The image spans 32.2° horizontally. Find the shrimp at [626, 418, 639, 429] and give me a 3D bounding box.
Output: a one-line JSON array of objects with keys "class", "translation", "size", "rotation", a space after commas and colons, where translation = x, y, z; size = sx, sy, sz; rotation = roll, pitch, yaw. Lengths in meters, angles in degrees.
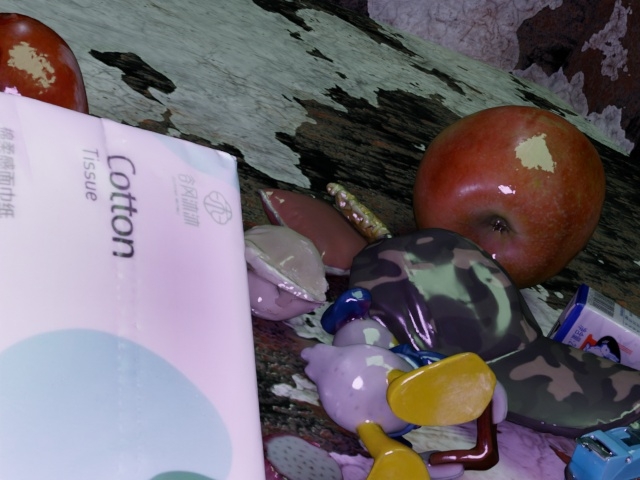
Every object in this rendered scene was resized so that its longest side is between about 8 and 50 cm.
[{"class": "shrimp", "translation": [0.441, 0.251, 1.603], "size": [0.174, 0.082, 0.076], "rotation": [44, 20, 18]}]

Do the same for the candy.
[{"class": "candy", "translation": [-0.025, 0.235, 1.103], "size": [0.103, 0.043, 0.103], "rotation": [25, 22, -11]}]

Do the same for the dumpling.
[{"class": "dumpling", "translation": [-0.069, 0.036, 1.414], "size": [0.136, 0.118, 0.199], "rotation": [20, 1, -27]}]

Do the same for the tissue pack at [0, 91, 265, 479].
[{"class": "tissue pack", "translation": [-0.197, 0.088, 0.838], "size": [0.266, 0.194, 0.356], "rotation": [13, 57, -34]}]

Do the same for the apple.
[{"class": "apple", "translation": [0.311, -0.065, 1.850], "size": [0.319, 0.319, 0.277], "rotation": [26, 42, -8]}]

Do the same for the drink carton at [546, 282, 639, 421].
[{"class": "drink carton", "translation": [0.503, 0.207, 1.710], "size": [0.315, 0.130, 0.106], "rotation": [31, 22, 6]}]

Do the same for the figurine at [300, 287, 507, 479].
[{"class": "figurine", "translation": [0.099, 0.152, 1.234], "size": [0.284, 0.204, 0.338], "rotation": [29, 13, -32]}]

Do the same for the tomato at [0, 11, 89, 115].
[{"class": "tomato", "translation": [-0.415, -0.219, 1.469], "size": [0.309, 0.170, 0.309], "rotation": [26, 23, -11]}]

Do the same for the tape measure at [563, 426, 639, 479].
[{"class": "tape measure", "translation": [0.351, 0.288, 1.335], "size": [0.146, 0.125, 0.081], "rotation": [-4, 27, -31]}]

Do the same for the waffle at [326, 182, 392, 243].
[{"class": "waffle", "translation": [0.079, -0.015, 1.711], "size": [0.169, 0.036, 0.183], "rotation": [47, -4, 34]}]

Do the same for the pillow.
[{"class": "pillow", "translation": [0.000, 0.000, 1.622], "size": [0.171, 0.075, 0.179], "rotation": [13, 28, -48]}]

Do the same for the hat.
[{"class": "hat", "translation": [0.257, 0.106, 1.483], "size": [0.382, 0.257, 0.366], "rotation": [-3, 8, 25]}]
